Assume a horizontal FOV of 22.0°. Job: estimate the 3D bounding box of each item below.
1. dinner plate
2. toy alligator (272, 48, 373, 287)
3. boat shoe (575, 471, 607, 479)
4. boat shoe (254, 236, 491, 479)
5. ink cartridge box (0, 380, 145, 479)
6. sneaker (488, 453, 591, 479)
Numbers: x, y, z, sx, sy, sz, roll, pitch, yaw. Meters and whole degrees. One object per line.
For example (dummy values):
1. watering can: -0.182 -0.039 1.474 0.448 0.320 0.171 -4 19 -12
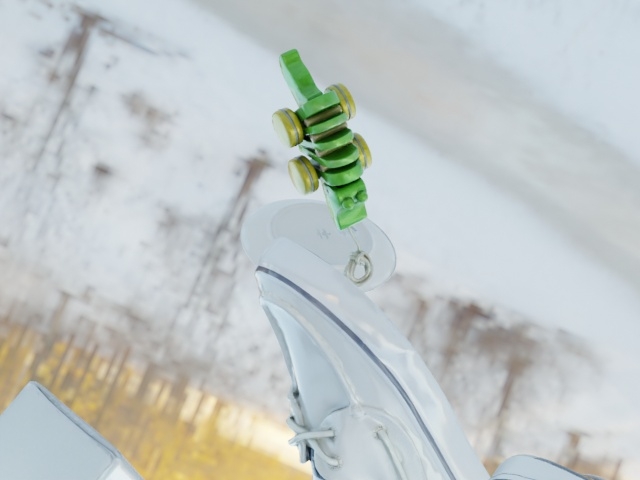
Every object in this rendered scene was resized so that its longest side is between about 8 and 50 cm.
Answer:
1. dinner plate: 0.000 0.000 1.456 0.141 0.017 0.141 10 -145 -7
2. toy alligator: 0.014 -0.047 1.186 0.051 0.056 0.190 25 136 64
3. boat shoe: 0.252 0.247 1.253 0.073 0.073 0.207 8 -157 -33
4. boat shoe: 0.024 0.118 1.018 0.096 0.088 0.267 23 151 51
5. ink cartridge box: -0.155 0.212 0.767 0.060 0.239 0.275 36 166 20
6. sneaker: 0.127 0.188 0.737 0.226 0.163 0.086 13 124 40
